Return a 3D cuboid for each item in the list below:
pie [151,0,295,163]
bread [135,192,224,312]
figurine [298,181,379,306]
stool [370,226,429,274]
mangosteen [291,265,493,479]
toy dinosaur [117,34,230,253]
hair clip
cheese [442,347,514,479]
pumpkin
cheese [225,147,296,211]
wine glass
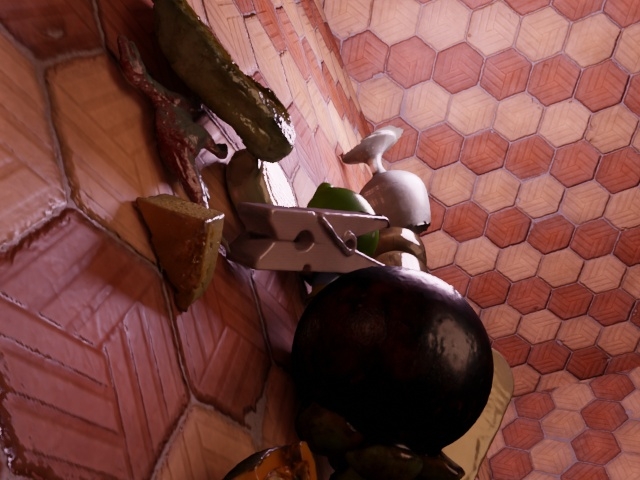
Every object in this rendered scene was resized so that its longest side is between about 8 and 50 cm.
[{"bbox_3d":[-0.136,-0.221,0.777,0.277,0.078,0.277,47,8,-9],"label":"pie"},{"bbox_3d":[-0.155,0.010,0.617,0.084,0.080,0.109,-51,156,-73],"label":"bread"},{"bbox_3d":[0.030,0.011,1.062,0.162,0.143,0.264,24,51,-20],"label":"figurine"},{"bbox_3d":[0.199,0.101,1.493,0.264,0.179,0.179,-80,148,-62],"label":"stool"},{"bbox_3d":[0.094,0.186,0.807,0.311,0.311,0.312,-19,90,-76],"label":"mangosteen"},{"bbox_3d":[-0.162,-0.102,0.664,0.167,0.053,0.242,27,46,-68],"label":"toy dinosaur"},{"bbox_3d":[-0.004,-0.001,0.856,0.330,0.085,0.101,3,103,-53],"label":"hair clip"},{"bbox_3d":[0.219,0.283,1.052,0.383,0.104,0.384,17,51,-22],"label":"cheese"},{"bbox_3d":[-0.055,0.261,0.491,0.183,0.107,0.119,-70,147,-79],"label":"pumpkin"},{"bbox_3d":[-0.071,-0.044,0.901,0.227,0.064,0.137,56,24,-43],"label":"cheese"},{"bbox_3d":[0.209,-0.158,1.753,0.323,0.237,0.238,69,13,13],"label":"wine glass"}]
